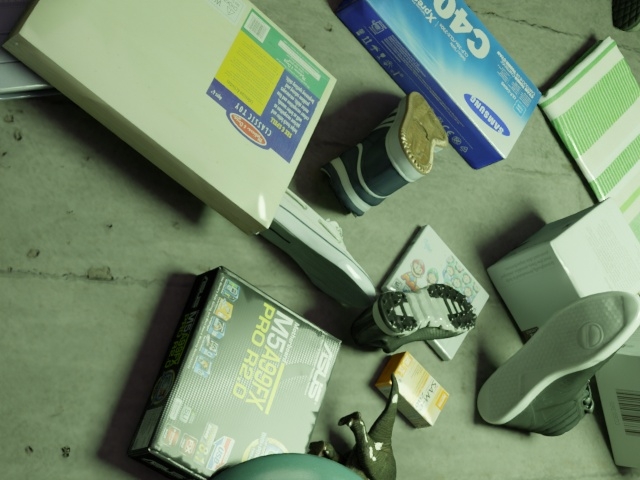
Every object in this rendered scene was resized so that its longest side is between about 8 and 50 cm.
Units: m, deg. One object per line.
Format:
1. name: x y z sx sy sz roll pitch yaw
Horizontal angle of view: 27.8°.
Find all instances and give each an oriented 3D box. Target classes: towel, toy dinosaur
1. towel: 0.525 -0.170 2.286 0.248 0.038 0.325 -41 105 -37
2. toy dinosaur: 0.045 0.328 1.729 0.160 0.121 0.313 53 38 -43

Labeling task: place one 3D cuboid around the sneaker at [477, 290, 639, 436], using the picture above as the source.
1. sneaker: 0.385 0.188 1.938 0.147 0.296 0.104 26 30 -42

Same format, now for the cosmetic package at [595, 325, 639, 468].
1. cosmetic package: 0.633 0.208 2.155 0.385 0.156 0.217 -27 108 -38

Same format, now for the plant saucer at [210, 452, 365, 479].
1. plant saucer: -0.039 0.420 1.578 0.317 0.044 0.318 1 88 -15

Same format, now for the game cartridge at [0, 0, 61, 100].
1. game cartridge: -0.367 -0.292 1.615 0.355 0.068 0.230 -12 80 -40

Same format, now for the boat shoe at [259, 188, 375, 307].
1. boat shoe: 0.000 0.000 1.793 0.226 0.083 0.076 42 56 -20

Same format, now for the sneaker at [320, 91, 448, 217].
1. sneaker: 0.094 -0.127 1.910 0.099 0.153 0.282 54 22 -9

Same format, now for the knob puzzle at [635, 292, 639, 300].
1. knob puzzle: 0.512 0.137 2.185 0.213 0.030 0.213 12 70 -35

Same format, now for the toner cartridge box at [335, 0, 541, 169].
1. toner cartridge box: 0.192 -0.293 2.037 0.348 0.075 0.165 46 55 -18

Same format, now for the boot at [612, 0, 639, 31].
1. boot: 0.640 -0.468 2.438 0.161 0.083 0.246 33 60 -33

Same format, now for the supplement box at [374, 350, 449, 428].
1. supplement box: 0.133 0.216 1.862 0.098 0.036 0.062 46 55 -18

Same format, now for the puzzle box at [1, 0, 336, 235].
1. puzzle box: -0.179 -0.227 1.674 0.409 0.052 0.272 39 56 -24

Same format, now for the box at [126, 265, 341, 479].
1. box: -0.104 0.200 1.668 0.216 0.060 0.270 34 58 -25

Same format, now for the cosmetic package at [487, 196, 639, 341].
1. cosmetic package: 0.396 0.051 2.038 0.183 0.151 0.151 -31 92 -40

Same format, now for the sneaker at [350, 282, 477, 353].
1. sneaker: 0.128 0.115 1.852 0.234 0.106 0.078 0 64 -49

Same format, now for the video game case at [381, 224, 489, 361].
1. video game case: 0.175 0.078 1.948 0.157 0.019 0.143 48 53 -16
